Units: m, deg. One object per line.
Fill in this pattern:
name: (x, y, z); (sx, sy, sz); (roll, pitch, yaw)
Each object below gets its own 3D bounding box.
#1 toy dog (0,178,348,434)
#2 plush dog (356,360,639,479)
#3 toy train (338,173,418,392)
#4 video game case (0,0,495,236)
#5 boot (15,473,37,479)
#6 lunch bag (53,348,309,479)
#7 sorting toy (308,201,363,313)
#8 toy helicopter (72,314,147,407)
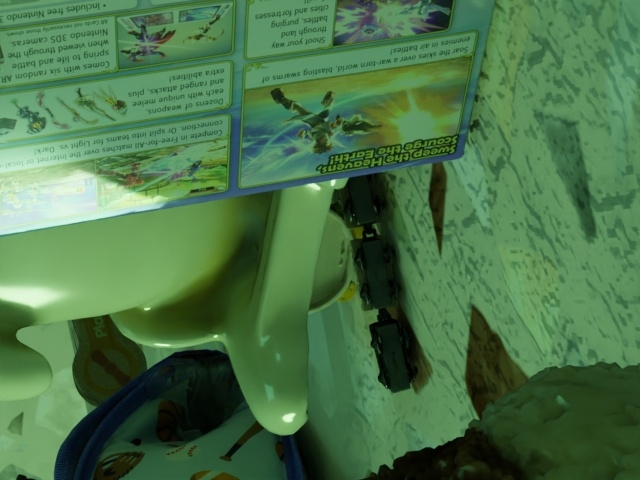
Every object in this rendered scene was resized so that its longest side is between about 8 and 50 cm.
toy dog: (-0.214, -0.076, 0.941); (0.395, 0.408, 0.284); (-106, 24, -43)
plush dog: (0.120, 0.125, 0.432); (0.210, 0.262, 0.225); (-56, 49, 23)
toy train: (0.034, 0.017, 0.951); (0.036, 0.027, 0.158); (-147, 45, -84)
video game case: (-0.051, -0.118, 0.682); (0.244, 0.270, 0.061); (96, 159, -49)
boot: (-0.193, 0.344, 1.612); (0.264, 0.281, 0.096); (26, 100, 65)
lunch bag: (-0.097, 0.313, 1.291); (0.385, 0.239, 0.327); (-97, 1, -66)
sorting toy: (0.000, 0.000, 1.032); (0.075, 0.045, 0.083); (-108, 24, -67)
toy helicopter: (-0.290, 0.026, 1.724); (0.140, 0.235, 0.355); (113, 142, -64)
